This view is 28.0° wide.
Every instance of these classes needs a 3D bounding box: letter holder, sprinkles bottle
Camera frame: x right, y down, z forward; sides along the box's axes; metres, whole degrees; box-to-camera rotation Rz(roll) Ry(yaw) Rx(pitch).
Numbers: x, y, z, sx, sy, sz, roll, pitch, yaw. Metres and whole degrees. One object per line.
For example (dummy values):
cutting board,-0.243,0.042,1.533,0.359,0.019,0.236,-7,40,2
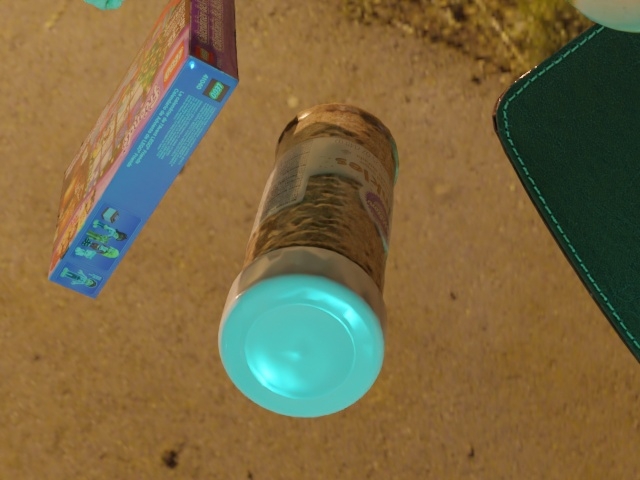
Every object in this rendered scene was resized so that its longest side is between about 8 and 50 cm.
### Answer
letter holder,0.261,-0.014,0.751,0.214,0.152,0.302,-37,89,11
sprinkles bottle,0.000,0.000,1.061,0.121,0.121,0.355,-7,26,9

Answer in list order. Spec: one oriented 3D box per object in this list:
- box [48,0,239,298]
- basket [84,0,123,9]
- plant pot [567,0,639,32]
box,-0.179,-0.110,1.296,0.293,0.057,0.201,-53,25,27
basket,-0.207,-0.425,1.034,0.328,0.266,0.331,-43,49,22
plant pot,0.167,-0.161,0.440,0.187,0.205,0.205,-22,55,-20
